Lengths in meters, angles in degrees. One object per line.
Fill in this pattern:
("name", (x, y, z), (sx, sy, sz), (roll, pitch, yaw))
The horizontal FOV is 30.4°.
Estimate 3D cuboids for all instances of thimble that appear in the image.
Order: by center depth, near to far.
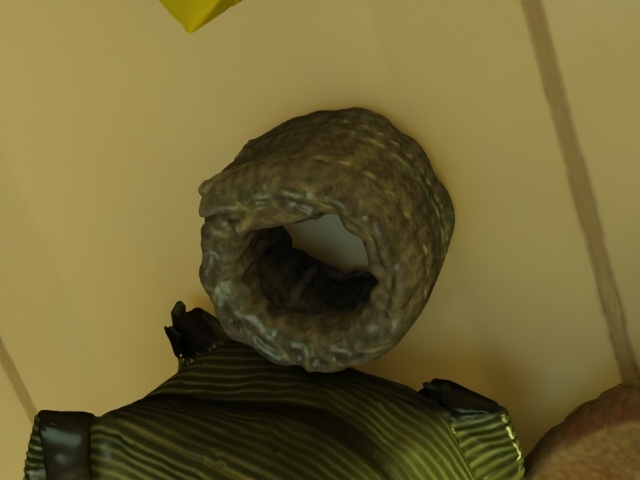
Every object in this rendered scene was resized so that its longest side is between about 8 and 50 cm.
("thimble", (0.002, 0.000, 0.712), (0.150, 0.098, 0.150), (12, 124, 18))

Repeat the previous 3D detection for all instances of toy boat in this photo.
("toy boat", (0.223, 0.147, 0.719), (0.155, 0.085, 0.227), (48, 139, 4))

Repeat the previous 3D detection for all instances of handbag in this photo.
("handbag", (-0.033, 0.201, 0.756), (0.341, 0.247, 0.240), (15, 123, 29))

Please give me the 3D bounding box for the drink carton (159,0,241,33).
("drink carton", (-0.125, -0.290, 0.593), (0.351, 0.111, 0.154), (46, 128, -7))
